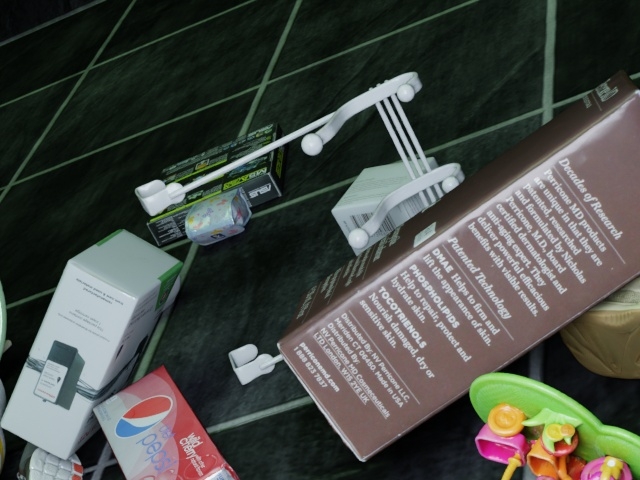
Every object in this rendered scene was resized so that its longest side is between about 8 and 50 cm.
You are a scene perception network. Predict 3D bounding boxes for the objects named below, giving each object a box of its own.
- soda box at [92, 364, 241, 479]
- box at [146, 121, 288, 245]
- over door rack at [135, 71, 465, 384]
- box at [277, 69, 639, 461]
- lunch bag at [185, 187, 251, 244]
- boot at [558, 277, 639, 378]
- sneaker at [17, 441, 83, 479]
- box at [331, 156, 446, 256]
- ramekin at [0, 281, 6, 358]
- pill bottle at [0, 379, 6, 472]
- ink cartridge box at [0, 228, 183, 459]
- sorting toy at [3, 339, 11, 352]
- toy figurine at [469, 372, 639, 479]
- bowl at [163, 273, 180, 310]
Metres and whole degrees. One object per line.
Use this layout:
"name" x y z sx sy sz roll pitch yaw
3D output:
"soda box" -0.142 0.218 1.514 0.092 0.083 0.263 -32 23 -8
"box" -0.140 -0.082 2.179 0.190 0.045 0.184 -22 26 12
"over door rack" 0.000 0.000 1.614 0.324 0.239 0.108 -23 18 11
"box" 0.157 0.017 1.389 0.381 0.143 0.191 -34 6 11
"lunch bag" -0.135 -0.027 2.050 0.071 0.053 0.083 -19 15 15
"boot" 0.346 0.038 1.328 0.203 0.095 0.262 -38 15 -22
"sneaker" -0.296 0.248 1.680 0.065 0.061 0.158 -51 17 17
"box" 0.089 -0.025 1.733 0.101 0.102 0.087 -8 32 40
"ramekin" -0.562 0.102 1.956 0.303 0.303 0.148 -43 21 -31
"pill bottle" -0.442 0.252 1.640 0.188 0.188 0.334 -21 24 16
"ink cartridge box" -0.243 0.110 1.669 0.208 0.087 0.153 -64 -6 19
"sorting toy" -0.454 0.158 2.069 0.062 0.012 0.083 -4 33 43
"toy figurine" 0.159 0.210 1.207 0.173 0.130 0.159 18 61 28
"bowl" -0.247 0.075 1.961 0.142 0.053 0.142 -39 25 -25
